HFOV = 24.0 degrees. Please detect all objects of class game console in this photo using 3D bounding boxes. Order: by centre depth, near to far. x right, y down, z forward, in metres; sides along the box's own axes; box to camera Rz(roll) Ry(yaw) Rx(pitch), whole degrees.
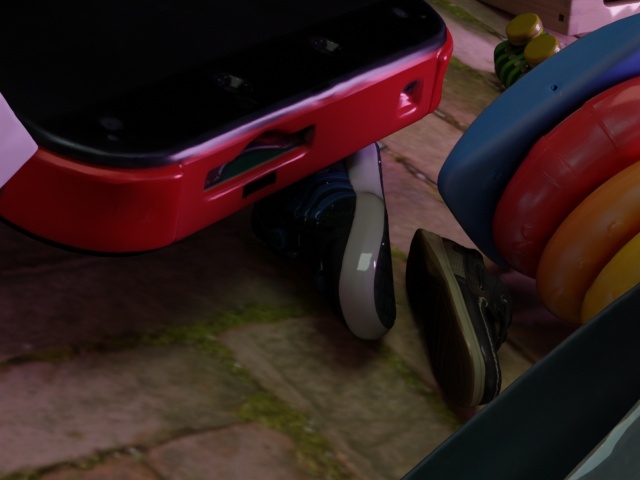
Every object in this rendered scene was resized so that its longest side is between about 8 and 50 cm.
[{"bbox_3d":[-0.131,-0.141,0.892,0.342,0.060,0.386,32,33,20],"label":"game console"}]

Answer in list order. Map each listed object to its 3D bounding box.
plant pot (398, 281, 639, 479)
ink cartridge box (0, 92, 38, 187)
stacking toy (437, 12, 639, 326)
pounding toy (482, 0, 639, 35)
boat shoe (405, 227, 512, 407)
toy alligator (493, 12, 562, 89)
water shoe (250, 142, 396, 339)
[{"bbox_3d":[0.086,0.161,0.446,0.196,0.293,0.293,47,36,5],"label":"plant pot"},{"bbox_3d":[-0.274,-0.036,0.604,0.171,0.168,0.233,32,72,31],"label":"ink cartridge box"},{"bbox_3d":[0.216,0.038,0.821,0.302,0.175,0.166,58,8,31],"label":"stacking toy"},{"bbox_3d":[0.181,-0.249,1.345,0.181,0.094,0.206,-14,30,-32],"label":"pounding toy"},{"bbox_3d":[0.083,0.039,0.838,0.049,0.056,0.152,2,31,-10],"label":"boat shoe"},{"bbox_3d":[0.172,-0.120,1.158,0.051,0.056,0.190,-32,37,6],"label":"toy alligator"},{"bbox_3d":[0.000,0.000,0.874,0.080,0.073,0.203,-5,24,2],"label":"water shoe"}]
